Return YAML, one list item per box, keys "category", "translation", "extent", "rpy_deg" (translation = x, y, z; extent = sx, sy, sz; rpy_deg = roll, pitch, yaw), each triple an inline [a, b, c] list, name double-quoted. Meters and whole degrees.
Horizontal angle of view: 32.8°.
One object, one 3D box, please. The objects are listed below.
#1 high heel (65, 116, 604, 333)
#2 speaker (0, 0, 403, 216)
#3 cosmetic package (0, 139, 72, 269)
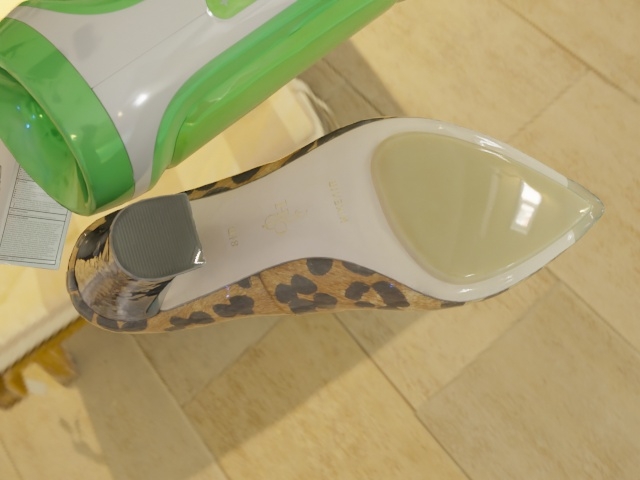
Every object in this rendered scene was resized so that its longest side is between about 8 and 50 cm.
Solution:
- category: "high heel"
  translation: [0.000, 0.000, 0.579]
  extent: [0.261, 0.186, 0.093]
  rpy_deg: [-5, 83, -20]
- category: "speaker"
  translation: [-0.053, -0.142, 0.644]
  extent: [0.131, 0.131, 0.296]
  rpy_deg: [31, 59, 34]
- category: "cosmetic package"
  translation: [-0.269, -0.061, 0.815]
  extent: [0.239, 0.060, 0.099]
  rpy_deg: [22, 98, 43]
